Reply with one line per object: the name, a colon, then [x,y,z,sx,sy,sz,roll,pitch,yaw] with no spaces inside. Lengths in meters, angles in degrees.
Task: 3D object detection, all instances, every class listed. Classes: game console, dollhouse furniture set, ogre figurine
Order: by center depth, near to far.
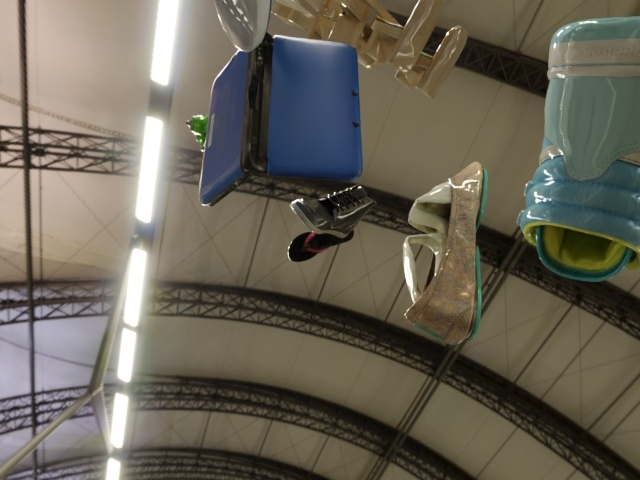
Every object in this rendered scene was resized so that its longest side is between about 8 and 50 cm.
game console: [-0.075,-0.207,0.804,0.173,0.293,0.250,19,-30,-35]
dollhouse furniture set: [0.075,-0.517,0.879,0.362,0.394,0.256,39,-72,32]
ogre figurine: [-0.195,-0.234,0.965,0.197,0.118,0.096,18,-97,25]

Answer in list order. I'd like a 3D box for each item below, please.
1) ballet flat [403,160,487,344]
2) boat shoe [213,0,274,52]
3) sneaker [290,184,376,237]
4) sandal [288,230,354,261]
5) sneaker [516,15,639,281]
ballet flat: [0.177,-0.008,0.645,0.106,0.316,0.107,13,-38,6]
boat shoe: [-0.063,-0.322,0.504,0.095,0.084,0.258,51,-23,5]
sneaker: [0.030,-0.077,0.941,0.118,0.222,0.083,-45,-112,17]
sandal: [0.000,0.000,1.129,0.179,0.040,0.067,-22,-89,-5]
sneaker: [0.281,-0.072,0.443,0.127,0.319,0.208,17,-74,40]
